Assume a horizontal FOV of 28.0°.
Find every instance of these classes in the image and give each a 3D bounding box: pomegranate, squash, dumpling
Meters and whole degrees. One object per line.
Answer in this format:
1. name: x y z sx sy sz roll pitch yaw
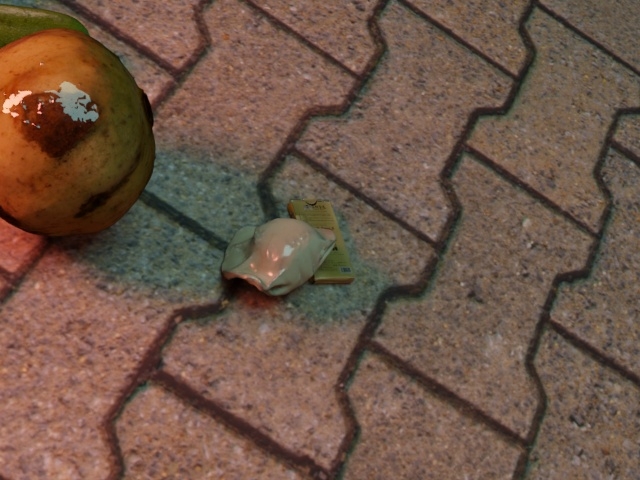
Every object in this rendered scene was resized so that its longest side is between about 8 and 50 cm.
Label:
1. pomegranate: -0.348 -0.142 1.689 0.281 0.281 0.281 16 50 -19
2. squash: -0.505 -0.295 1.832 0.379 0.101 0.101 3 55 -31
3. dumpling: -0.069 0.015 1.865 0.134 0.100 0.169 23 61 36

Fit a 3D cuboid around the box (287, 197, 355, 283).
1. box: 0.000 0.000 1.953 0.073 0.020 0.149 1 56 -28
